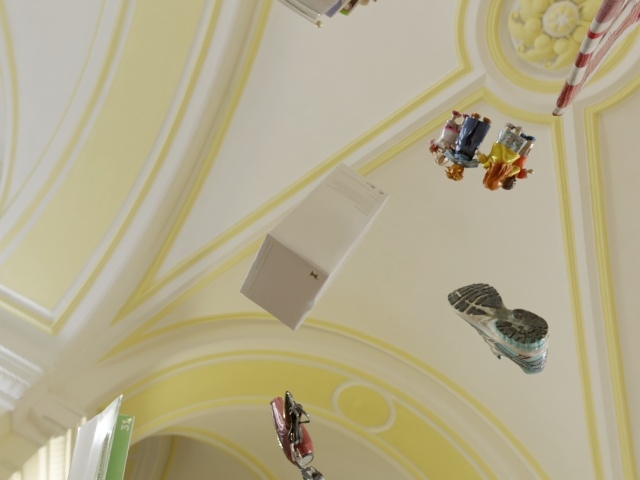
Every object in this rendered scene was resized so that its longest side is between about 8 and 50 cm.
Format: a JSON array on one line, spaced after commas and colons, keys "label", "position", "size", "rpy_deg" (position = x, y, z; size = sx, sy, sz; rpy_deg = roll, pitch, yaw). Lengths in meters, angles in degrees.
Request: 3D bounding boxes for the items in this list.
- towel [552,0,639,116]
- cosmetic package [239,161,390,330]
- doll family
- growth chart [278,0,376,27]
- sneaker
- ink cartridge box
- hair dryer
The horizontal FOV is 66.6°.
[{"label": "towel", "position": [0.468, -0.353, 0.747], "size": [0.037, 0.329, 0.237], "rpy_deg": [38, -93, 19]}, {"label": "cosmetic package", "position": [0.000, 0.000, 1.086], "size": [0.155, 0.365, 0.197], "rpy_deg": [35, -52, 5]}, {"label": "doll family", "position": [0.376, -0.208, 1.159], "size": [0.262, 0.118, 0.163], "rpy_deg": [24, -84, 18]}, {"label": "growth chart", "position": [0.026, -0.466, 0.867], "size": [0.172, 0.021, 0.237], "rpy_deg": [22, -28, -40]}, {"label": "sneaker", "position": [0.375, 0.192, 1.063], "size": [0.110, 0.283, 0.122], "rpy_deg": [-22, -66, -10]}, {"label": "ink cartridge box", "position": [-0.284, 0.312, 0.637], "size": [0.056, 0.171, 0.235], "rpy_deg": [20, -38, -31]}, {"label": "hair dryer", "position": [-0.060, 0.457, 1.217], "size": [0.293, 0.080, 0.224], "rpy_deg": [-7, -87, 66]}]
